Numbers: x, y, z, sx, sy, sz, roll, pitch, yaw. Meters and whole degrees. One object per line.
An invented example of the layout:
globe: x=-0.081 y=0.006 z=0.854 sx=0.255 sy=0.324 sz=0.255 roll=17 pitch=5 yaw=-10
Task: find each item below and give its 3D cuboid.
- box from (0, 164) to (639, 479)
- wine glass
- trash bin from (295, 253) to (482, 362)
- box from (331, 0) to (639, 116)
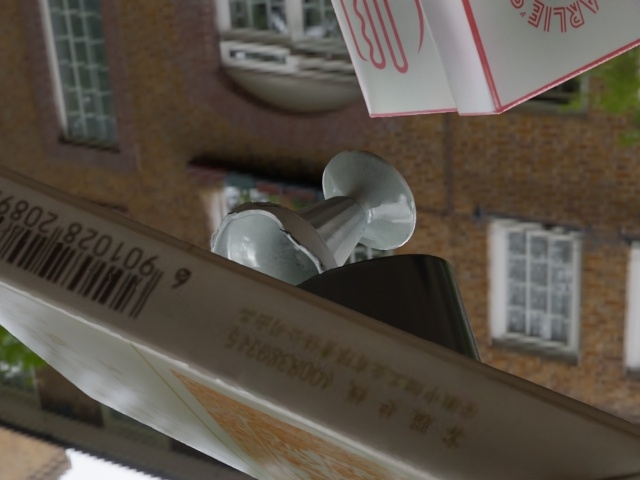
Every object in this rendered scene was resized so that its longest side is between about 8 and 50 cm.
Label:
box: x=0.011 y=0.079 z=0.524 sx=0.365 sy=0.204 sz=0.051 roll=20 pitch=-110 yaw=26
wine glass: x=0.000 y=0.000 z=1.377 sx=0.165 sy=0.165 sz=0.196 roll=15 pitch=-145 yaw=35
trash bin: x=0.074 y=0.197 z=1.142 sx=0.214 sy=0.214 sz=0.334 roll=-11 pitch=-110 yaw=-14
box: x=0.209 y=-0.354 z=1.659 sx=0.314 sy=0.312 sz=0.300 roll=-27 pitch=-163 yaw=-27
